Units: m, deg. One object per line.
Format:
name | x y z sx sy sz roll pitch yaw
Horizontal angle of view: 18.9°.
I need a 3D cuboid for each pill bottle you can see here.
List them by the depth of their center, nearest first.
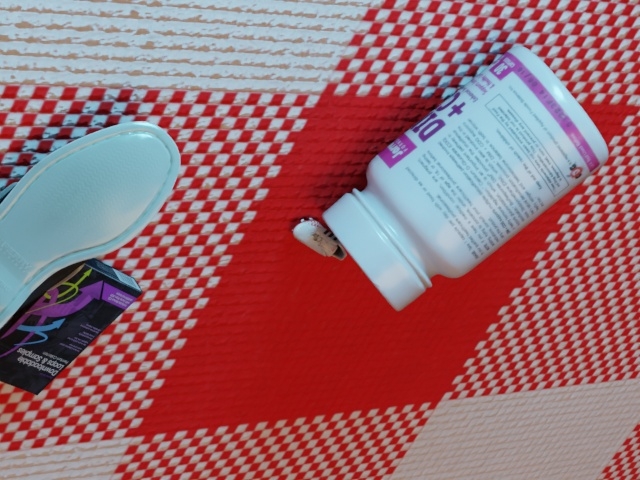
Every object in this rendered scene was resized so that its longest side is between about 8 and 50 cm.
pill bottle | 0.151 -0.062 2.047 0.283 0.160 0.160 -39 147 1

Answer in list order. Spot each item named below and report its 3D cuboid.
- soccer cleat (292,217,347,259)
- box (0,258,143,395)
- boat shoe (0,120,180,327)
soccer cleat | 0.000 0.000 2.095 0.029 0.035 0.083 -46 146 12
box | -0.272 0.084 1.949 0.162 0.029 0.116 -43 147 11
boat shoe | -0.264 -0.010 1.792 0.302 0.091 0.114 -35 103 -3
